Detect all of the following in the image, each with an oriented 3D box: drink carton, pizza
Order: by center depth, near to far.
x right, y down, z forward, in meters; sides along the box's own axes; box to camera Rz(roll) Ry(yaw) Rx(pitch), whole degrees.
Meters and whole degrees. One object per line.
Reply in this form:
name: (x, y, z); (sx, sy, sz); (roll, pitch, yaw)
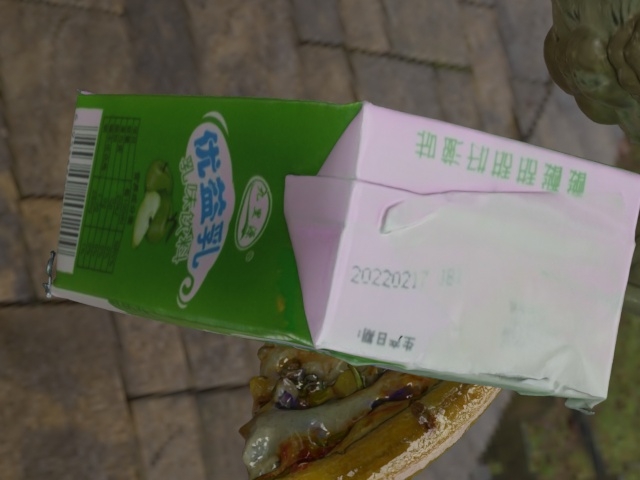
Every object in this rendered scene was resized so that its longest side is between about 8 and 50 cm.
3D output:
drink carton: (0.000, 0.000, 0.836); (0.161, 0.271, 0.108); (11, 89, -33)
pizza: (0.015, 0.086, 1.035); (0.036, 0.185, 0.176); (68, -7, -32)

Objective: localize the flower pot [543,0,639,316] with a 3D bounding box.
flower pot: (0.275, -0.065, 1.078); (0.307, 0.307, 0.244); (-1, 103, -54)
